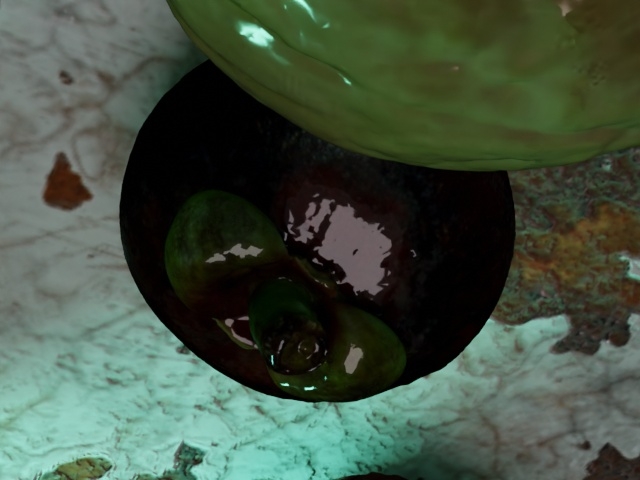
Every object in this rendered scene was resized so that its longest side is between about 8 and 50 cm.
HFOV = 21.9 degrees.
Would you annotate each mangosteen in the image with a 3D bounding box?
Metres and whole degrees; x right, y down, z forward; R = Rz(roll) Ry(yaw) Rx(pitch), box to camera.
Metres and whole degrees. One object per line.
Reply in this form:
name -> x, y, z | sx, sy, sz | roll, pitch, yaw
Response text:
mangosteen -> 0.004, -0.001, 0.889 | 0.216, 0.216, 0.216 | -4, 128, -5

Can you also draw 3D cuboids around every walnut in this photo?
walnut -> 0.077, -0.172, 0.732 | 0.313, 0.277, 0.252 | 10, 162, -8

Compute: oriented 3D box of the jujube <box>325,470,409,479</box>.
jujube -> 0.057, 0.256, 1.119 | 0.290, 0.197, 0.197 | 16, 125, -36
